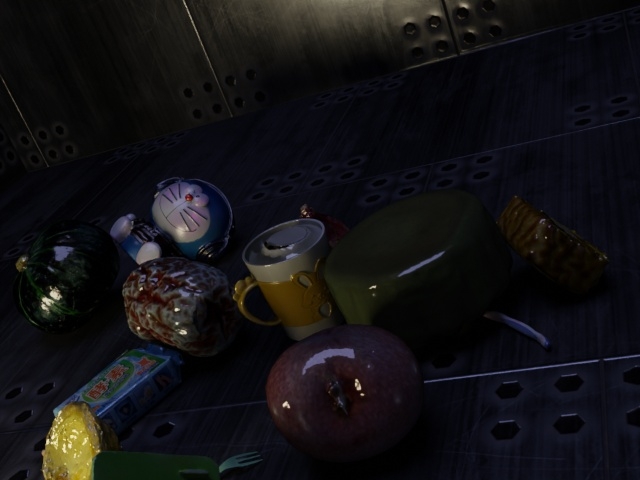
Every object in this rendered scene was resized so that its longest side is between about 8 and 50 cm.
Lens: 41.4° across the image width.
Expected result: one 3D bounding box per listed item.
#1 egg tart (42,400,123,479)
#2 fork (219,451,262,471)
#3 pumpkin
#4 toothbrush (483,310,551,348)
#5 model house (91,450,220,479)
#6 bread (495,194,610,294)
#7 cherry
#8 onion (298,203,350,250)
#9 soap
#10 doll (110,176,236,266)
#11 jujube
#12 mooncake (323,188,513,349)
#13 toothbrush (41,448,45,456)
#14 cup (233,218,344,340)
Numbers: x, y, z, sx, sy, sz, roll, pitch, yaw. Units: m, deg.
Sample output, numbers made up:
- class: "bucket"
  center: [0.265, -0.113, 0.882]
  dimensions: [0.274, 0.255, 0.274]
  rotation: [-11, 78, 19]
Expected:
- class: "egg tart"
  center: [-0.436, 0.403, 1.561]
  dimensions: [0.212, 0.213, 0.090]
  rotation: [2, -8, 42]
- class: "fork"
  center: [-0.211, 0.428, 1.478]
  dimensions: [0.235, 0.021, 0.039]
  rotation: [-27, 22, -14]
- class: "pumpkin"
  center: [-0.686, 0.090, 2.248]
  dimensions: [0.315, 0.238, 0.315]
  rotation: [-35, 38, 33]
- class: "toothbrush"
  center: [0.345, 0.150, 1.596]
  dimensions: [0.027, 0.021, 0.269]
  rotation: [-34, 27, -14]
- class: "model house"
  center: [-0.255, 0.502, 1.250]
  dimensions: [0.323, 0.340, 0.300]
  rotation: [-32, 55, 40]
- class: "bread"
  center: [0.442, 0.008, 1.638]
  dimensions: [0.096, 0.181, 0.222]
  rotation: [-56, 18, 13]
- class: "cherry"
  center: [0.042, 0.245, 1.419]
  dimensions: [0.261, 0.221, 0.307]
  rotation: [-10, 12, 6]
- class: "onion"
  center: [0.000, 0.000, 1.986]
  dimensions: [0.159, 0.195, 0.159]
  rotation: [-21, 15, 6]
- class: "soap"
  center: [-0.425, 0.327, 1.797]
  dimensions: [0.156, 0.077, 0.293]
  rotation: [5, 35, 45]
- class: "doll"
  center: [-0.389, -0.034, 2.346]
  dimensions: [0.310, 0.240, 0.284]
  rotation: [-43, 70, -13]
- class: "jujube"
  center: [-0.308, 0.146, 1.899]
  dimensions: [0.226, 0.226, 0.317]
  rotation: [-35, 25, -28]
- class: "mooncake"
  center: [0.194, 0.060, 1.676]
  dimensions: [0.356, 0.194, 0.356]
  rotation: [-24, 23, 11]
- class: "toothbrush"
  center: [-0.431, 0.436, 1.633]
  dimensions: [0.375, 0.028, 0.037]
  rotation: [-1, 9, 39]
- class: "cup"
  center: [-0.068, 0.098, 1.800]
  dimensions: [0.241, 0.226, 0.185]
  rotation: [-32, 27, -19]
